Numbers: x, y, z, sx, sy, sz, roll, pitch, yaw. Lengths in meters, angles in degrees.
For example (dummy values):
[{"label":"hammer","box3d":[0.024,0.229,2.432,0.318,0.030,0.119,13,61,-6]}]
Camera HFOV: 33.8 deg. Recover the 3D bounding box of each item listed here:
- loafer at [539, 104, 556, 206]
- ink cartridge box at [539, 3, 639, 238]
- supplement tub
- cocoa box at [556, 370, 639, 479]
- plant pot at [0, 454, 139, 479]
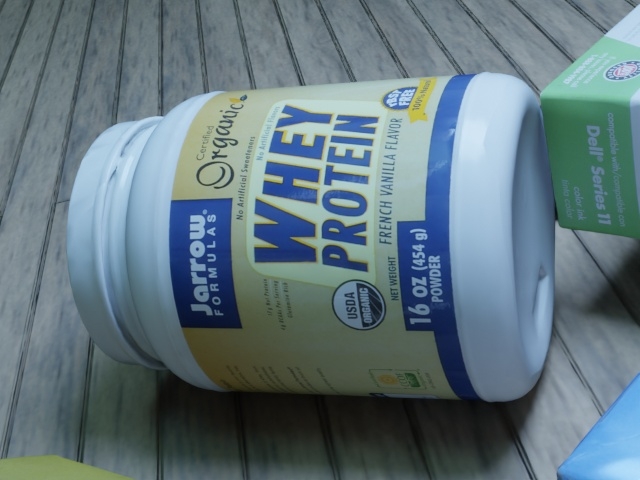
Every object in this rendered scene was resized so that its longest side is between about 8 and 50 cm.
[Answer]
[{"label":"loafer","box3d":[0.186,-0.077,0.959,0.303,0.109,0.095,-17,26,0]},{"label":"ink cartridge box","box3d":[0.358,-0.079,0.711,0.354,0.119,0.207,11,37,39]},{"label":"supplement tub","box3d":[0.000,0.000,0.774,0.316,0.228,0.228,-1,32,21]},{"label":"cocoa box","box3d":[0.298,0.156,0.384,0.347,0.231,0.228,16,42,41]},{"label":"plant pot","box3d":[-0.151,0.214,0.499,0.212,0.212,0.187,3,17,39]}]
